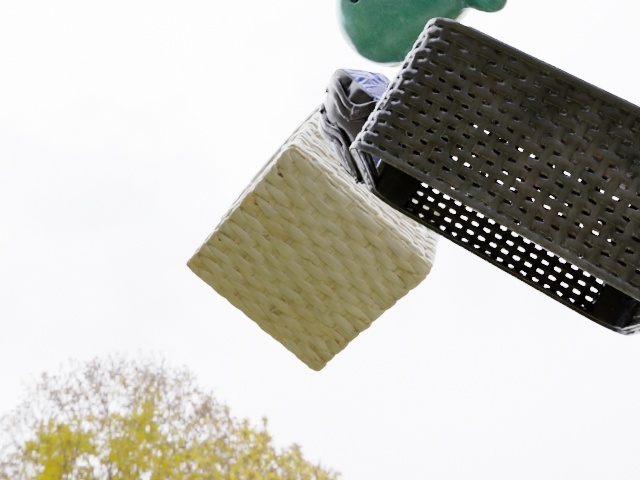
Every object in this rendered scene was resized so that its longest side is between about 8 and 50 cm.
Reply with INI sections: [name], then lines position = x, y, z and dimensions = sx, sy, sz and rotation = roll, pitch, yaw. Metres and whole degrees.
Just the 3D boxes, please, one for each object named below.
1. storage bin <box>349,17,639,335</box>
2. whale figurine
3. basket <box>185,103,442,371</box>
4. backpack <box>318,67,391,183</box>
[storage bin]
position = 0.118, -0.031, 0.384
dimensions = 0.180, 0.122, 0.084
rotation = 32, -93, 15
[whale figurine]
position = 0.132, -0.352, 0.991
dimensions = 0.141, 0.272, 0.216
rotation = -4, -87, -43
[basket]
position = 0.000, 0.000, 1.229
dimensions = 0.331, 0.266, 0.328
rotation = 41, -65, -8
[backpack]
position = 0.057, -0.122, 0.732
dimensions = 0.101, 0.120, 0.098
rotation = 0, -56, -34
